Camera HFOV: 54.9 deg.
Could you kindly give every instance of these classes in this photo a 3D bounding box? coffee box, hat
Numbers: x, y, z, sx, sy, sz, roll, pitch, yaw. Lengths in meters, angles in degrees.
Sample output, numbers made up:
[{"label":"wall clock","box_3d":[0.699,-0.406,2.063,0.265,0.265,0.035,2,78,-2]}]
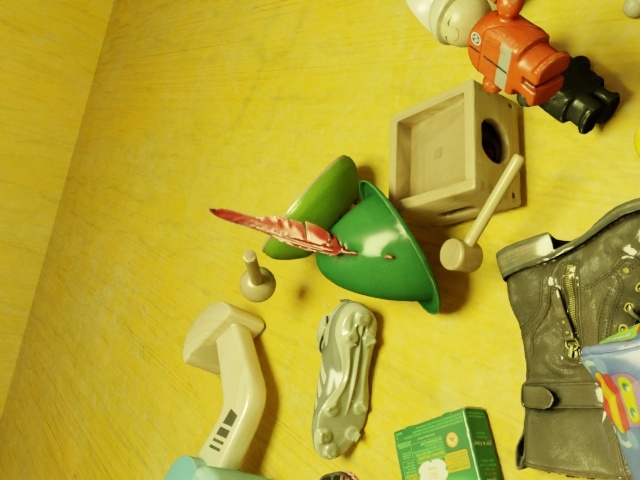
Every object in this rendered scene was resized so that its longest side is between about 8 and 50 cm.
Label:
[{"label":"coffee box","box_3d":[0.142,0.282,0.651,0.113,0.040,0.184,-37,51,40]},{"label":"hat","box_3d":[0.011,0.039,0.731,0.183,0.173,0.208,-28,51,-6]}]

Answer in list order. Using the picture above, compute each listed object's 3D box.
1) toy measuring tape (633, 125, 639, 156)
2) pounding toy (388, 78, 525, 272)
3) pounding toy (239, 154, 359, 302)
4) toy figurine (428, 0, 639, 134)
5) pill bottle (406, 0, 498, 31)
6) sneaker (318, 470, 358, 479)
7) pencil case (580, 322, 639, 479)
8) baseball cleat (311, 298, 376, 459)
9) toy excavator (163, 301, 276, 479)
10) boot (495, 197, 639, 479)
[{"label":"toy measuring tape","box_3d":[0.388,-0.092,0.412,0.330,0.121,0.121,3,80,44]},{"label":"pounding toy","box_3d":[0.171,-0.060,0.685,0.181,0.094,0.206,-16,66,50]},{"label":"pounding toy","box_3d":[0.000,0.000,0.864,0.237,0.110,0.183,-48,-4,-21]},{"label":"toy figurine","box_3d":[0.229,-0.224,0.568,0.148,0.213,0.209,51,120,31]},{"label":"pill bottle","box_3d":[0.207,-0.341,0.712,0.221,0.121,0.121,-39,50,38]},{"label":"sneaker","box_3d":[0.028,0.321,0.773,0.119,0.057,0.047,-1,79,53]},{"label":"pencil case","box_3d":[0.283,0.184,0.389,0.119,0.133,0.306,125,130,-65]},{"label":"baseball cleat","box_3d":[0.025,0.181,0.829,0.109,0.072,0.206,12,86,69]},{"label":"toy excavator","box_3d":[-0.146,0.356,0.900,0.433,0.222,0.445,27,86,53]},{"label":"boot","box_3d":[0.269,0.093,0.531,0.263,0.091,0.229,-27,63,50]}]
